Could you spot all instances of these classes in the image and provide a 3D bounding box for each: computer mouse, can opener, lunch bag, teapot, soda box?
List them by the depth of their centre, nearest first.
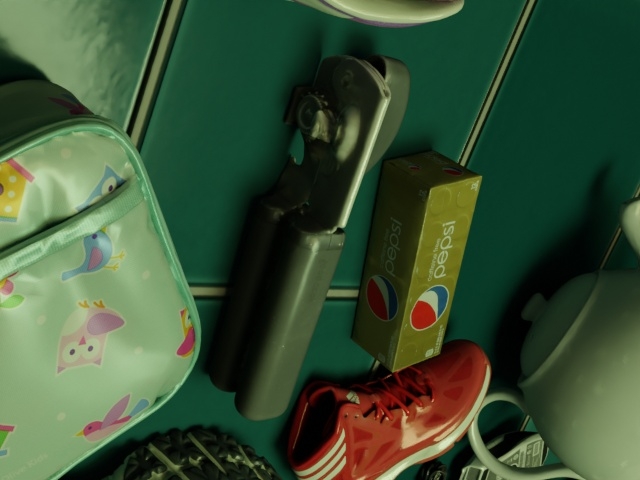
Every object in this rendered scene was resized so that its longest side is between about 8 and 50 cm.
[{"bbox_3d":[-0.212,0.049,0.480,0.279,0.108,0.224,-31,135,-24],"label":"lunch bag"},{"bbox_3d":[0.000,0.000,0.671,0.095,0.076,0.283,-2,119,-42],"label":"can opener"},{"bbox_3d":[0.079,0.018,0.771,0.061,0.058,0.181,-15,126,-36],"label":"soda box"},{"bbox_3d":[0.295,0.126,0.962,0.256,0.187,0.252,-52,170,-28],"label":"teapot"},{"bbox_3d":[0.187,0.274,1.063,0.193,0.042,0.106,-18,124,-27],"label":"computer mouse"}]

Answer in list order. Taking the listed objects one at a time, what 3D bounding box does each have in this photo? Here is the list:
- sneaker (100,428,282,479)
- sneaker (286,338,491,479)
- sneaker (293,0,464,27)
[{"bbox_3d":[-0.150,0.231,0.690,0.283,0.110,0.122,-3,136,-39],"label":"sneaker"},{"bbox_3d":[0.064,0.152,0.829,0.221,0.087,0.128,-44,140,-14],"label":"sneaker"},{"bbox_3d":[0.076,-0.183,0.554,0.282,0.161,0.102,-23,129,-33],"label":"sneaker"}]
